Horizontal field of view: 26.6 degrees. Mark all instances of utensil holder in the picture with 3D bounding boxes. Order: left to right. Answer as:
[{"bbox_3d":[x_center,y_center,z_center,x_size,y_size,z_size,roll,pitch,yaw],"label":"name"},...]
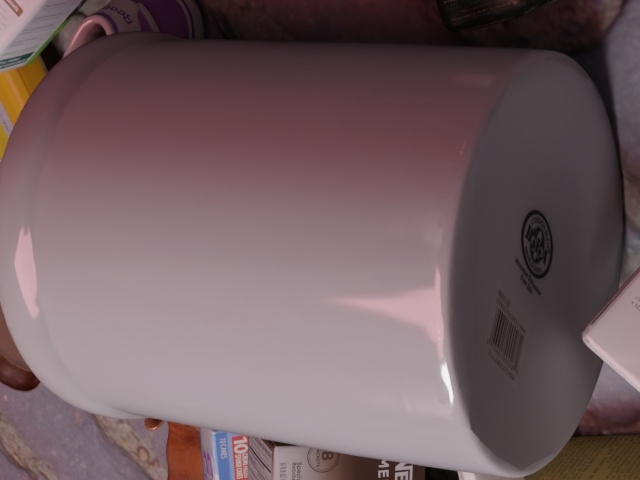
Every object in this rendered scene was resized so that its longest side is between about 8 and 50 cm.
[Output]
[{"bbox_3d":[0.000,0.000,1.050,0.385,0.327,0.328,4,118,33],"label":"utensil holder"}]

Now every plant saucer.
[{"bbox_3d":[-0.352,0.089,1.493,0.168,0.029,0.168,26,134,30],"label":"plant saucer"}]

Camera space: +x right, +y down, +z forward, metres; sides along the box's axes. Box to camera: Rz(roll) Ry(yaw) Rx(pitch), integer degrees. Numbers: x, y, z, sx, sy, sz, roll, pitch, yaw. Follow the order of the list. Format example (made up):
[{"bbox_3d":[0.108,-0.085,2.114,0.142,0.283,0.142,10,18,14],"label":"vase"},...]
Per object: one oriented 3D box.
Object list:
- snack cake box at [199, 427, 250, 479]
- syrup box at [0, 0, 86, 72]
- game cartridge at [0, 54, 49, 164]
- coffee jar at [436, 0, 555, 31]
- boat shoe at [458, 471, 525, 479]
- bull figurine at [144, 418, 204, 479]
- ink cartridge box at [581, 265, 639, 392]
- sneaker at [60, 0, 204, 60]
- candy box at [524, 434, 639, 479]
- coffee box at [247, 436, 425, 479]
[{"bbox_3d":[-0.027,0.282,1.295,0.089,0.152,0.264,-148,52,-72],"label":"snack cake box"},{"bbox_3d":[-0.242,-0.257,1.191,0.237,0.093,0.096,-40,89,27],"label":"syrup box"},{"bbox_3d":[-0.337,-0.065,1.425,0.285,0.052,0.324,-14,104,49],"label":"game cartridge"},{"bbox_3d":[0.108,-0.251,0.981,0.096,0.079,0.184,-7,111,42],"label":"coffee jar"},{"bbox_3d":[0.146,0.240,1.140,0.063,0.066,0.184,-12,113,41],"label":"boat shoe"},{"bbox_3d":[-0.098,0.257,1.420,0.188,0.101,0.310,23,127,23],"label":"bull figurine"},{"bbox_3d":[0.377,0.069,0.937,0.296,0.066,0.261,42,95,10],"label":"ink cartridge box"},{"bbox_3d":[-0.180,-0.079,1.222,0.102,0.161,0.282,8,114,24],"label":"sneaker"},{"bbox_3d":[0.310,0.256,1.116,0.316,0.087,0.183,-10,109,41],"label":"candy box"},{"bbox_3d":[0.011,0.282,1.207,0.098,0.141,0.247,-151,62,-71],"label":"coffee box"}]
